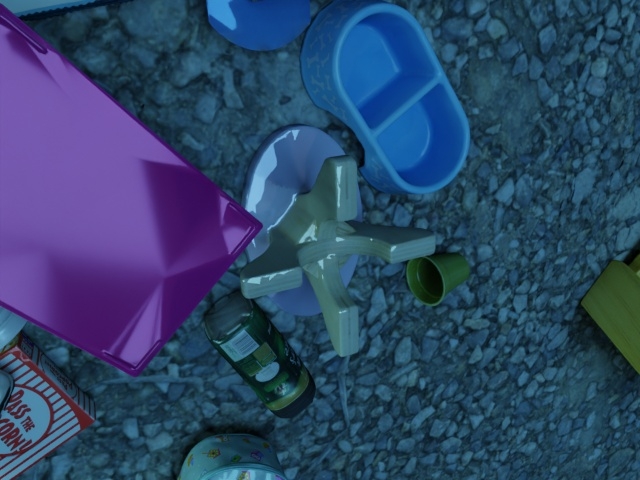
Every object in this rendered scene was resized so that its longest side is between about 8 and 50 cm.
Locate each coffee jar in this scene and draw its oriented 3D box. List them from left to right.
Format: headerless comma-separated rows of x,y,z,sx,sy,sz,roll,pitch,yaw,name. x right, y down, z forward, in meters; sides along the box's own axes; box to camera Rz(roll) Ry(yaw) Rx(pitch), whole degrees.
-0.081,0.163,0.747,0.079,0.096,0.184,-36,120,-6,coffee jar

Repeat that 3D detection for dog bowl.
0.099,-0.184,0.719,0.166,0.074,0.297,-41,119,-6,dog bowl

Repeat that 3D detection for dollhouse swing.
0.753,0.164,1.035,0.305,0.315,0.346,-42,121,17,dollhouse swing

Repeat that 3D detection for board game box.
-0.403,0.223,0.648,0.193,0.045,0.147,-36,119,-10,board game box
-0.078,-0.306,0.610,0.133,0.033,0.169,-17,117,-29,board game box

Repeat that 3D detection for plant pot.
0.194,0.053,0.851,0.079,0.083,0.083,-16,115,-31,plant pot

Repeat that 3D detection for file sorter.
-0.251,-0.047,0.543,0.202,0.182,0.290,-50,121,-3,file sorter

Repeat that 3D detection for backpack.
-0.133,0.386,0.778,0.165,0.144,0.189,17,97,-23,backpack

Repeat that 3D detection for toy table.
0.000,0.000,0.691,0.252,0.161,0.274,-23,117,-16,toy table

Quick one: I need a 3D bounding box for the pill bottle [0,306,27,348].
-0.394,0.052,0.568,0.086,0.086,0.152,-41,120,-6,pill bottle

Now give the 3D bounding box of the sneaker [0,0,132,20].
-0.224,-0.267,0.497,0.228,0.087,0.092,-7,112,5,sneaker

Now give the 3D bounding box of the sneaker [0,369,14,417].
-0.405,0.215,0.592,0.071,0.068,0.170,25,88,-14,sneaker
